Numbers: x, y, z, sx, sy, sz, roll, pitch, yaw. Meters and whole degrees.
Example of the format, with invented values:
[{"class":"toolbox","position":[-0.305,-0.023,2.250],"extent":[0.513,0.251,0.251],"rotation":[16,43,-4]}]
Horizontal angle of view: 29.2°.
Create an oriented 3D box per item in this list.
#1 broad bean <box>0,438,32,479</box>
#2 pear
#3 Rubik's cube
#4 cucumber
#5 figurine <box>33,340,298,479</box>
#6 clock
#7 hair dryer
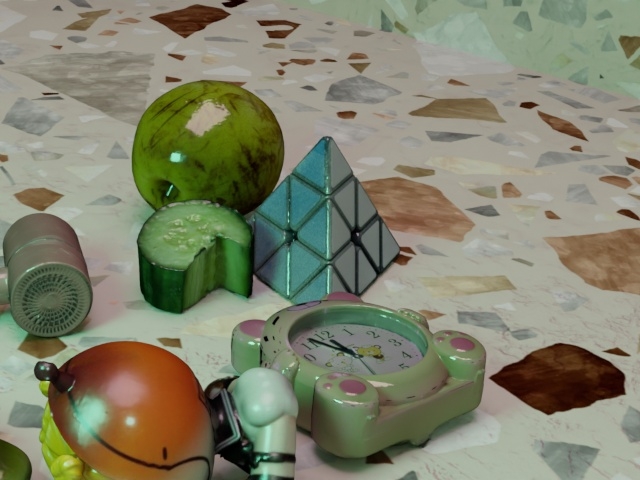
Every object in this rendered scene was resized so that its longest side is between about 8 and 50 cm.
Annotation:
[{"class":"broad bean","position":[-0.437,0.277,1.477],"extent":[0.174,0.082,0.124],"rotation":[12,27,-7]},{"class":"pear","position":[-0.206,-0.152,2.219],"extent":[0.284,0.283,0.283],"rotation":[3,25,-2]},{"class":"Rubik's cube","position":[-0.001,-0.001,2.055],"extent":[0.228,0.229,0.233],"rotation":[45,-10,2]},{"class":"cucumber","position":[-0.210,0.026,1.987],"extent":[0.191,0.130,0.191],"rotation":[0,28,0]},{"class":"figurine","position":[-0.194,0.225,1.476],"extent":[0.323,0.196,0.320],"rotation":[5,29,-23]},{"class":"clock","position":[0.044,0.174,1.723],"extent":[0.284,0.114,0.309],"rotation":[-18,32,-36]},{"class":"hair dryer","position":[-0.535,0.066,1.875],"extent":[0.352,0.125,0.210],"rotation":[-10,27,-13]}]
